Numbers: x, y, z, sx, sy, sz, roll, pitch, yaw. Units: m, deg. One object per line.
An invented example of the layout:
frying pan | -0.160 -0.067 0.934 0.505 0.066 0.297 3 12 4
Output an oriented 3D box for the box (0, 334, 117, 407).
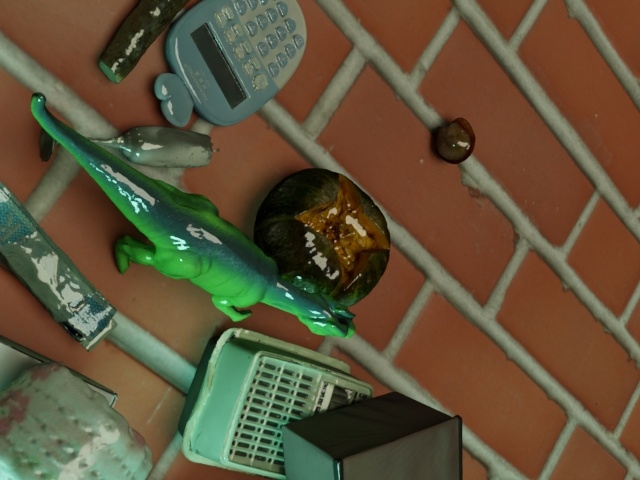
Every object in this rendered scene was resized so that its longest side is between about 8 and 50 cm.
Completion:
box | -0.457 0.201 1.202 0.333 0.145 0.173 35 74 -35

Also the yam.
yam | -0.228 -0.344 1.342 0.061 0.061 0.274 45 72 -32

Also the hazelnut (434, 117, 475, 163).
hazelnut | 0.250 -0.184 1.708 0.086 0.086 0.086 -6 101 -35

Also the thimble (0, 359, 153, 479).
thimble | -0.319 0.253 1.120 0.211 0.185 0.149 42 67 3

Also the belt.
belt | -0.386 0.032 1.263 0.072 0.087 0.302 -49 122 -24

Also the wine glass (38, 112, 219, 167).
wine glass | -0.271 -0.138 1.335 0.262 0.074 0.074 1 96 -37

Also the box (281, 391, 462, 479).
box | 0.079 0.355 1.406 0.252 0.153 0.188 -12 106 -37

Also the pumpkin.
pumpkin | -0.001 0.001 1.495 0.238 0.159 0.238 11 70 -33

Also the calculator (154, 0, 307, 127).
calculator | -0.137 -0.286 1.426 0.303 0.042 0.188 -41 120 -25

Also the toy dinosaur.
toy dinosaur | -0.153 0.003 1.227 0.144 0.374 0.500 -62 162 -13

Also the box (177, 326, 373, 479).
box | -0.071 0.272 1.482 0.290 0.166 0.220 24 83 -36
